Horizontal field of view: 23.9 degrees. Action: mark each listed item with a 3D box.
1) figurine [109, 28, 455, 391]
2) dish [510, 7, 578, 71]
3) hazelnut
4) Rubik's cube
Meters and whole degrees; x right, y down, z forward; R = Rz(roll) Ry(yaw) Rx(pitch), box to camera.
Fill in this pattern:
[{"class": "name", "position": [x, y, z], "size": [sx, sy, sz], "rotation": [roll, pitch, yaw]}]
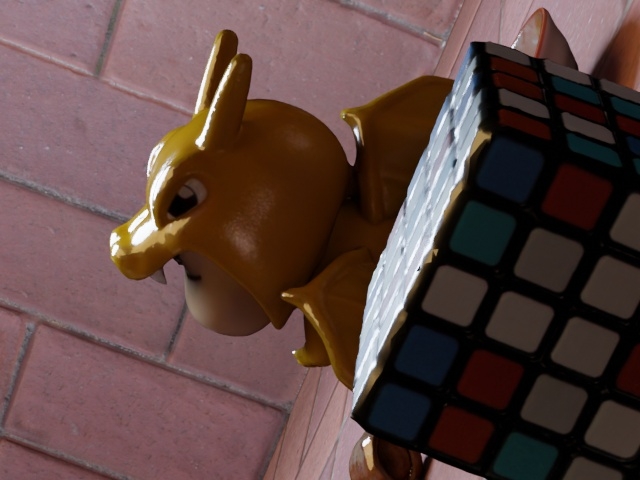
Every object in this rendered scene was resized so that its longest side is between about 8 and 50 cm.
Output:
[{"class": "figurine", "position": [0.008, -0.028, 1.621], "size": [0.268, 0.387, 0.401], "rotation": [-27, 37, 64]}, {"class": "dish", "position": [0.193, -0.083, 1.423], "size": [0.260, 0.085, 0.260], "rotation": [-157, 90, -87]}, {"class": "hazelnut", "position": [0.068, 0.234, 1.574], "size": [0.086, 0.086, 0.086], "rotation": [-159, 90, -87]}, {"class": "Rubik's cube", "position": [0.133, 0.020, 0.810], "size": [0.182, 0.187, 0.184], "rotation": [-77, 6, -67]}]
